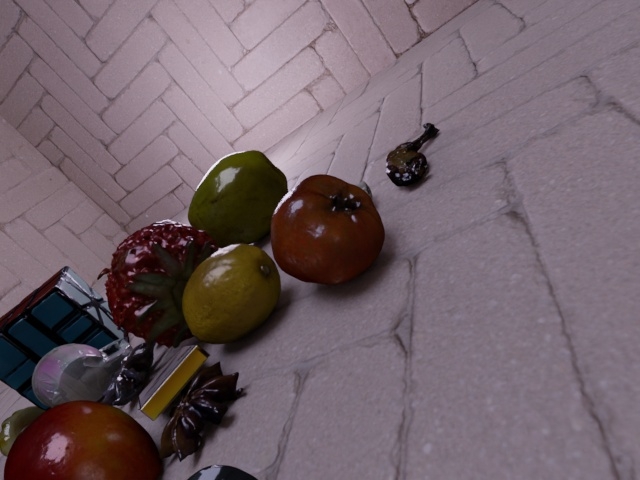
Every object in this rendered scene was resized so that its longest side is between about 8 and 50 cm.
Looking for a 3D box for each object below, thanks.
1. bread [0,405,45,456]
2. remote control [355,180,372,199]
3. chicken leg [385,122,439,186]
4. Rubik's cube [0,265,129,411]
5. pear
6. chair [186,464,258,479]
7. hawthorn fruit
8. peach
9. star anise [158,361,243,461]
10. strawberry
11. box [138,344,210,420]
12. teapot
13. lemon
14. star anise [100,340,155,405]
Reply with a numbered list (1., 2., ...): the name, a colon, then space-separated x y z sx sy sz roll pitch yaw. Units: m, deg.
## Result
1. bread: -0.835 0.524 1.140 0.083 0.094 0.157 -32 30 9
2. remote control: 0.016 -0.045 0.916 0.230 0.049 0.090 -32 22 20
3. chicken leg: 0.199 -0.188 0.901 0.106 0.051 0.253 -16 30 35
4. Rubik's cube: -0.791 0.289 1.243 0.283 0.288 0.294 -41 22 -11
5. pear: -0.237 -0.111 1.196 0.307 0.253 0.253 -40 21 5
6. chair: -0.129 0.326 0.367 0.095 0.104 0.221 -42 15 48
7. hawthorn fruit: 0.000 0.000 0.718 0.225 0.197 0.196 -54 4 49
8. peach: -0.346 0.352 0.620 0.190 0.226 0.195 -8 -62 -69
9. star anise: -0.195 0.263 0.640 0.168 0.057 0.167 -32 22 15
10. strawberry: -0.384 0.089 0.956 0.344 0.292 0.292 9 50 40
11. box: -0.278 0.252 0.756 0.129 0.033 0.247 -51 10 -27
12. teapot: -0.585 0.345 1.043 0.178 0.222 0.163 -10 80 44
13. lemon: -0.171 0.101 0.780 0.207 0.170 0.170 -38 21 16
14. star anise: -0.429 0.300 0.944 0.180 0.061 0.205 -59 21 -15
